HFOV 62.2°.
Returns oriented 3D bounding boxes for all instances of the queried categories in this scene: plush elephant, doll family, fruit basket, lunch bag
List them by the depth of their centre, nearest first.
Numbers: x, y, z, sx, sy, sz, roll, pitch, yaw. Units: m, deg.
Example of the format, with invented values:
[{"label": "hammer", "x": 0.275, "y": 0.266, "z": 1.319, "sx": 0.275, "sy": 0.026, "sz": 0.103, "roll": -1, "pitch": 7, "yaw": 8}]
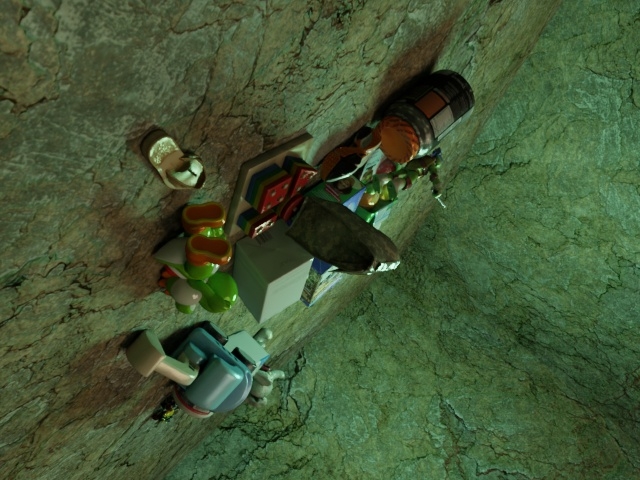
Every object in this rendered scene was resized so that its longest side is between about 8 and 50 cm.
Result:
[{"label": "lunch bag", "x": 0.081, "y": 0.010, "z": 1.559, "sx": 0.169, "sy": 0.287, "sz": 0.235, "roll": -59, "pitch": 157, "yaw": 12}, {"label": "fruit basket", "x": 0.225, "y": -0.217, "z": 2.055, "sx": 0.327, "sy": 0.165, "sz": 0.353, "roll": -30, "pitch": 153, "yaw": -51}, {"label": "doll family", "x": -0.608, "y": 0.676, "z": 2.138, "sx": 0.111, "sy": 0.076, "sz": 0.193, "roll": -13, "pitch": 138, "yaw": -58}, {"label": "plush elephant", "x": -0.296, "y": 0.625, "z": 2.519, "sx": 0.330, "sy": 0.255, "sz": 0.272, "roll": -34, "pitch": 160, "yaw": -43}]

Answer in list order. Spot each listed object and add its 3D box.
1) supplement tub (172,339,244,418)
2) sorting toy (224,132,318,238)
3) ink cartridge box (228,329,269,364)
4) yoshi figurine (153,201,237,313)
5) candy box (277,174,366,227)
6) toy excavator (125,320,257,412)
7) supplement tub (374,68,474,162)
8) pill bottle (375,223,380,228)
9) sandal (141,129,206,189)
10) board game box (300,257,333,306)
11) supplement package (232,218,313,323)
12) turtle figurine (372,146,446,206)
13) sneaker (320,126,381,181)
[{"label": "supplement tub", "x": -0.421, "y": 0.525, "z": 2.036, "sx": 0.272, "sy": 0.191, "sz": 0.191, "roll": -52, "pitch": 165, "yaw": 14}, {"label": "sorting toy", "x": -0.117, "y": -0.131, "z": 1.437, "sx": 0.255, "sy": 0.089, "sz": 0.257, "roll": -35, "pitch": 160, "yaw": -41}, {"label": "ink cartridge box", "x": -0.370, "y": 0.531, "z": 2.241, "sx": 0.232, "sy": 0.168, "sz": 0.171, "roll": -52, "pitch": 166, "yaw": 17}, {"label": "yoshi figurine", "x": -0.273, "y": 0.073, "z": 1.325, "sx": 0.203, "sy": 0.203, "sz": 0.362, "roll": -45, "pitch": 169, "yaw": -38}, {"label": "candy box", "x": -0.014, "y": -0.068, "z": 1.829, "sx": 0.317, "sy": 0.122, "sz": 0.268, "roll": -40, "pitch": 164, "yaw": -33}, {"label": "toy excavator", "x": -0.394, "y": 0.403, "z": 1.677, "sx": 0.222, "sy": 0.433, "sz": 0.445, "roll": -47, "pitch": -167, "yaw": -5}, {"label": "supplement tub", "x": 0.352, "y": -0.419, "z": 1.809, "sx": 0.338, "sy": 0.207, "sz": 0.207, "roll": -40, "pitch": 163, "yaw": -25}, {"label": "pill bottle", "x": 0.169, "y": -0.081, "z": 2.294, "sx": 0.131, "sy": 0.131, "sz": 0.229, "roll": -54, "pitch": 165, "yaw": 20}, {"label": "sandal", "x": -0.264, "y": -0.130, "z": 1.040, "sx": 0.088, "sy": 0.079, "sz": 0.240, "roll": -47, "pitch": 165, "yaw": -4}, {"label": "board game box", "x": 0.001, "y": 0.112, "z": 2.287, "sx": 0.232, "sy": 0.141, "sz": 0.291, "roll": -39, "pitch": 163, "yaw": -31}, {"label": "supplement package", "x": -0.162, "y": 0.105, "z": 1.703, "sx": 0.177, "sy": 0.175, "sz": 0.293, "roll": -30, "pitch": 158, "yaw": -28}, {"label": "turtle figurine", "x": 0.333, "y": -0.196, "z": 1.927, "sx": 0.266, "sy": 0.198, "sz": 0.274, "roll": -20, "pitch": 153, "yaw": -25}, {"label": "sneaker", "x": 0.095, "y": -0.254, "z": 1.725, "sx": 0.262, "sy": 0.099, "sz": 0.121, "roll": -39, "pitch": 167, "yaw": -27}]
